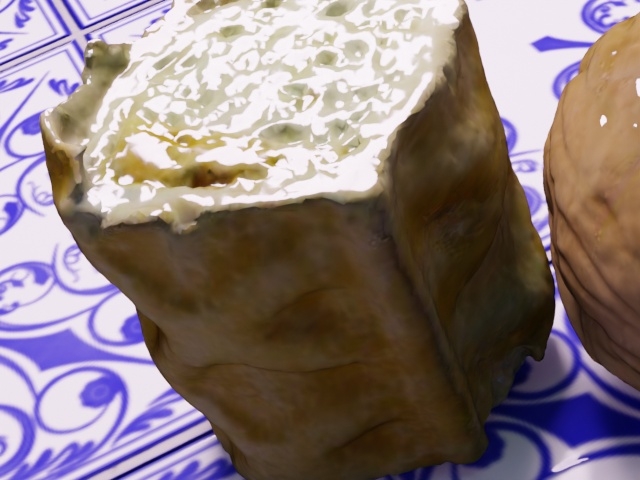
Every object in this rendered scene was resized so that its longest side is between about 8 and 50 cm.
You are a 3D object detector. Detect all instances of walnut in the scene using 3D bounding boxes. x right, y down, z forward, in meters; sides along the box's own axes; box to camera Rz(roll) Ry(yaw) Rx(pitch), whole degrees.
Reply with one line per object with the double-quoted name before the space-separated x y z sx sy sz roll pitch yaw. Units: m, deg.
"walnut" 0.219 -0.021 0.704 0.228 0.228 0.228 -10 41 9

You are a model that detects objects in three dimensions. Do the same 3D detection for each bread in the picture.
"bread" 0.004 -0.004 0.734 0.238 0.252 0.196 -8 42 7
